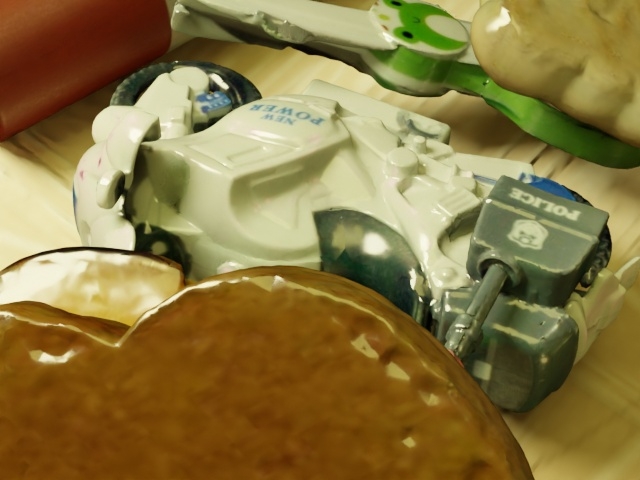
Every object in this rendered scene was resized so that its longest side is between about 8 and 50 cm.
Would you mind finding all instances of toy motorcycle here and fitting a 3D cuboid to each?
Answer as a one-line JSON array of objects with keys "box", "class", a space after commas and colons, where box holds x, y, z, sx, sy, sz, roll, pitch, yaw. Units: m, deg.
[{"box": [0.000, 0.000, 0.473, 0.221, 0.102, 0.150, 20, 45, 15], "class": "toy motorcycle"}]

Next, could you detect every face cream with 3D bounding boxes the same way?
[{"box": [-0.074, -0.134, 0.567, 0.214, 0.096, 0.096, -33, 61, -20], "class": "face cream"}]

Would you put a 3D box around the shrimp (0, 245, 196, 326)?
[{"box": [-0.031, 0.094, 0.400, 0.249, 0.150, 0.068, 25, 17, 5], "class": "shrimp"}]

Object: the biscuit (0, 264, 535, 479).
[{"box": [-0.071, 0.127, 0.357, 0.290, 0.041, 0.208, -37, 85, 7], "class": "biscuit"}]

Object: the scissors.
[{"box": [0.041, -0.079, 0.527, 0.204, 0.027, 0.101, 10, 36, -14], "class": "scissors"}]

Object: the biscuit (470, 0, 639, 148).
[{"box": [0.169, -0.156, 0.576, 0.217, 0.044, 0.325, 19, 53, -15], "class": "biscuit"}]
